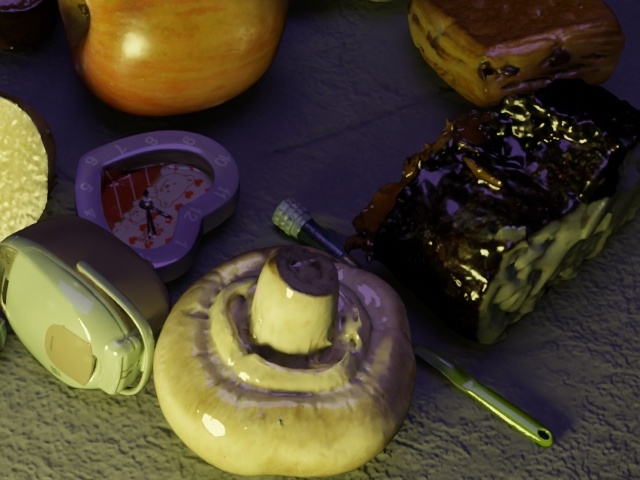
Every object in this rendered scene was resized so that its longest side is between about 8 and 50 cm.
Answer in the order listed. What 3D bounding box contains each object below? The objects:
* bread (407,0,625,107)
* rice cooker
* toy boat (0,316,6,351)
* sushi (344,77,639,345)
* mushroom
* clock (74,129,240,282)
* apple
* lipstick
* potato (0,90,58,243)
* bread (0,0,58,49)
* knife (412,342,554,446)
[{"bbox_3d":[0.230,-0.237,1.855,0.210,0.099,0.235,-15,31,-12],"label":"bread"},{"bbox_3d":[-0.240,0.062,1.597,0.206,0.145,0.127,33,48,15],"label":"rice cooker"},{"bbox_3d":[-0.425,0.134,1.582,0.155,0.085,0.227,33,46,9],"label":"toy boat"},{"bbox_3d":[0.216,-0.061,1.673,0.348,0.234,0.207,-34,62,-31],"label":"sushi"},{"bbox_3d":[-0.026,0.104,1.524,0.254,0.234,0.260,33,57,15],"label":"mushroom"},{"bbox_3d":[-0.191,-0.039,1.723,0.172,0.064,0.198,25,55,14],"label":"clock"},{"bbox_3d":[-0.169,-0.267,1.800,0.241,0.242,0.242,-10,54,-27],"label":"apple"},{"bbox_3d":[0.000,0.000,1.731,0.116,0.037,0.037,39,60,16],"label":"lipstick"},{"bbox_3d":[-0.372,-0.088,1.715,0.202,0.182,0.117,-6,14,13],"label":"potato"},{"bbox_3d":[-0.412,-0.330,1.882,0.247,0.135,0.232,25,56,13],"label":"bread"},{"bbox_3d":[0.165,0.156,1.629,0.184,0.026,0.022,34,72,16],"label":"knife"}]
